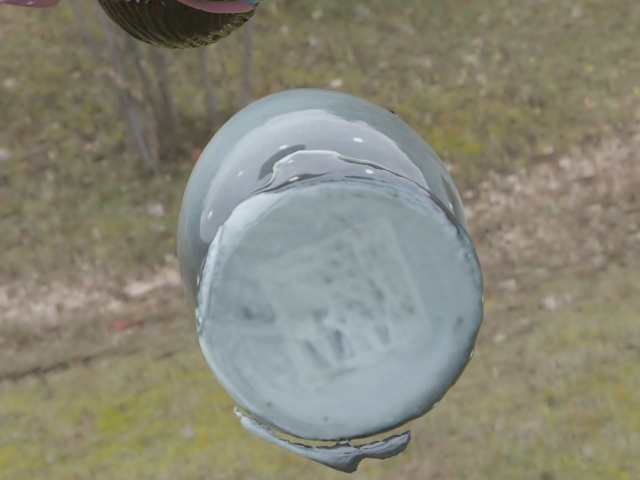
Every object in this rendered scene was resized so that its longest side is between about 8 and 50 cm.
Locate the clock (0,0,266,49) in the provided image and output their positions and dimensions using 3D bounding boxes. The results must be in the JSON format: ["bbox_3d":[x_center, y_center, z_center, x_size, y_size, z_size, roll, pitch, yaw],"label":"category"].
[{"bbox_3d":[-0.083,-0.172,0.935,0.194,0.100,0.195,-5,-4,28],"label":"clock"}]

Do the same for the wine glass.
[{"bbox_3d":[0.000,0.000,0.625,0.111,0.111,0.204,-16,15,1],"label":"wine glass"}]
